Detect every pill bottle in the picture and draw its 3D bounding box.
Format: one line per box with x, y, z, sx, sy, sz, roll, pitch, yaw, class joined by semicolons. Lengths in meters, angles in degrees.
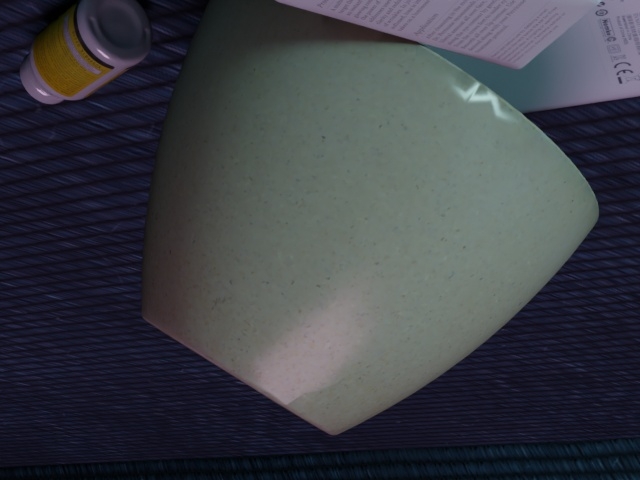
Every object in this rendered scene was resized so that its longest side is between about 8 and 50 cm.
-0.190;-0.149;0.907;0.065;0.065;0.116;21;151;-37;pill bottle

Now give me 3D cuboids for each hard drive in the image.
0.154;-0.161;0.867;0.319;0.040;0.210;-7;156;22;hard drive

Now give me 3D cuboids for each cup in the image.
0.000;0.000;0.846;0.331;0.237;0.331;32;172;5;cup

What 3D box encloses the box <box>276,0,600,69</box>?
0.069;-0.195;0.678;0.170;0.130;0.091;12;157;-20;box
